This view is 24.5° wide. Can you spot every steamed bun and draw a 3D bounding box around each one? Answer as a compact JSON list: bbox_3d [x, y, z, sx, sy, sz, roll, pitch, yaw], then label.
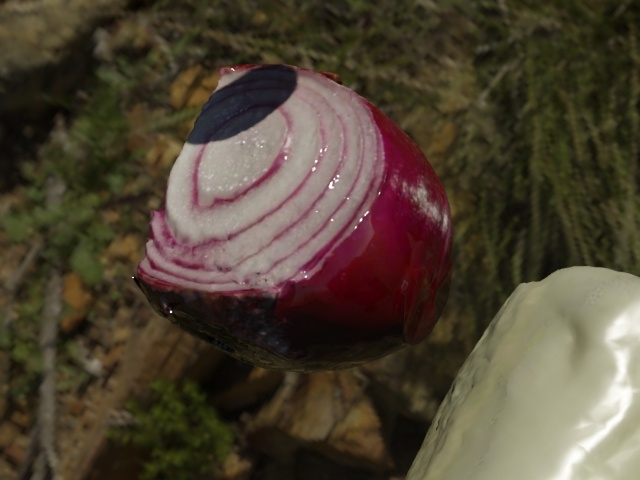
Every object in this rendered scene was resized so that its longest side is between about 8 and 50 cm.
[{"bbox_3d":[0.148,0.183,0.755,0.290,0.273,0.272,-52,0,-26],"label":"steamed bun"}]

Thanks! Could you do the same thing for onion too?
[{"bbox_3d":[0.003,0.003,1.102,0.206,0.207,0.216,14,70,26],"label":"onion"}]
